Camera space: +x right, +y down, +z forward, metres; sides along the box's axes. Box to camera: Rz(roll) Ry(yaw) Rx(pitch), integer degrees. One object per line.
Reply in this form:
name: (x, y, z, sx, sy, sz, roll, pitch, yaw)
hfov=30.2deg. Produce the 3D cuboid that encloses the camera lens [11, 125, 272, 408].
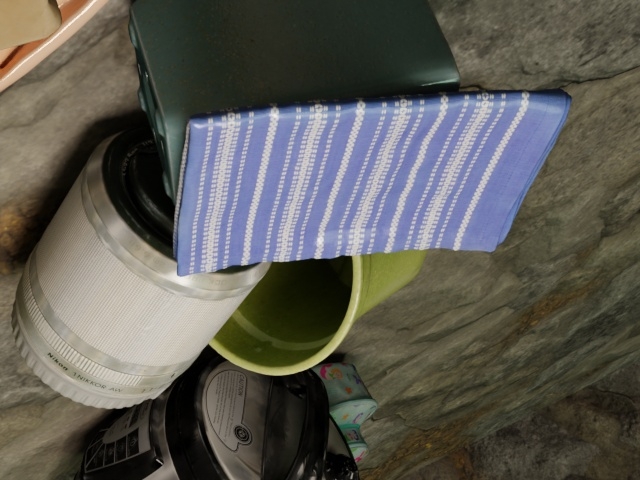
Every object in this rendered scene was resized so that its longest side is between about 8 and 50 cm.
camera lens: (-0.195, 0.028, 1.295, 0.219, 0.219, 0.274, -5, 145, -44)

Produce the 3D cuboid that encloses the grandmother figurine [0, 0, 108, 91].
grandmother figurine: (-0.291, -0.130, 0.965, 0.342, 0.104, 0.208, -46, 175, 17)

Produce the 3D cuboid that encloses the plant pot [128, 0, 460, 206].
plant pot: (-0.041, -0.150, 1.122, 0.252, 0.248, 0.247, -14, 153, -11)

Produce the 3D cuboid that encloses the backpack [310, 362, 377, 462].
backpack: (-0.022, 0.335, 2.127, 0.225, 0.191, 0.253, 3, 134, -49)

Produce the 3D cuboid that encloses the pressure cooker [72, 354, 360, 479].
pressure cooker: (-0.141, 0.378, 1.842, 0.420, 0.370, 0.375, -40, 158, 27)

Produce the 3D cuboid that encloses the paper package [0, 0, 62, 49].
paper package: (-0.340, -0.227, 0.666, 0.325, 0.168, 0.309, -16, 153, -10)

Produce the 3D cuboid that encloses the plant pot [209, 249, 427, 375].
plant pot: (0.000, 0.000, 1.452, 0.276, 0.276, 0.254, -47, 162, 32)

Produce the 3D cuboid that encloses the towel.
towel: (0.039, -0.047, 1.067, 0.336, 0.040, 0.243, -6, 150, -14)
